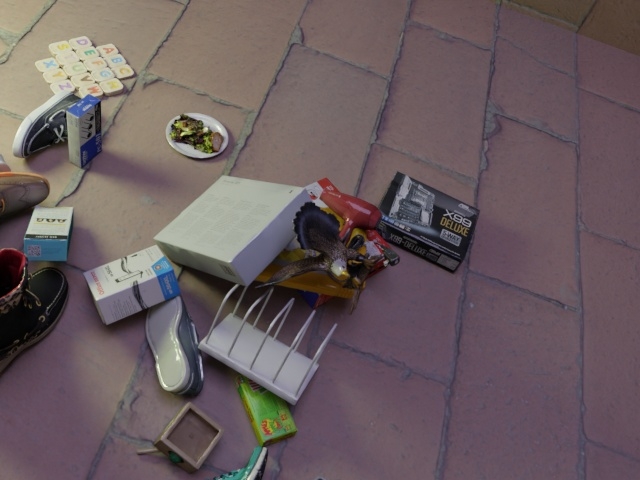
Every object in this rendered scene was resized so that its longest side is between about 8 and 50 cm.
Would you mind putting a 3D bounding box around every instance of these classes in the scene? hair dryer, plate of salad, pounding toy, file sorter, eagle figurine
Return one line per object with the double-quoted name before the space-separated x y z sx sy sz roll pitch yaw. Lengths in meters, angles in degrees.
"hair dryer" 0.082 -0.035 1.949 0.224 0.080 0.293 -13 60 -26
"plate of salad" -0.393 -0.344 2.220 0.200 0.048 0.199 8 53 -11
"pounding toy" -0.325 0.466 1.608 0.130 0.100 0.141 40 54 -4
"file sorter" -0.121 0.236 1.740 0.278 0.173 0.193 30 23 6
"eagle figurine" 0.003 0.042 1.731 0.299 0.225 0.226 17 70 -25

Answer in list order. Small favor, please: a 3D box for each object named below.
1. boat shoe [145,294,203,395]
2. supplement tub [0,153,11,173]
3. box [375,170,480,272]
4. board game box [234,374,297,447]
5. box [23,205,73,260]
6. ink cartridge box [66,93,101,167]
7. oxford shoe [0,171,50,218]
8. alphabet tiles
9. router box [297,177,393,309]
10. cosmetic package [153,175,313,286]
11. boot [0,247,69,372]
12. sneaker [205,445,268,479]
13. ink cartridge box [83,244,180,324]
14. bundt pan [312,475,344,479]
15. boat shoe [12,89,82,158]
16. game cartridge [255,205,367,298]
"boat shoe" -0.364 0.255 1.764 0.099 0.116 0.319 40 22 -47
"supplement tub" -0.959 -0.217 1.884 0.200 0.144 0.144 37 52 13
"box" 0.334 -0.063 2.212 0.308 0.076 0.242 26 50 4
"board game box" -0.137 0.413 1.727 0.092 0.043 0.181 -13 58 -25
"box" -0.699 -0.022 1.796 0.101 0.060 0.244 2 22 -16
"ink cartridge box" -0.681 -0.314 2.004 0.046 0.207 0.097 30 51 6
"oxford shoe" -0.865 -0.081 1.791 0.364 0.129 0.133 -22 42 -36
"alphabet tiles" -0.776 -0.570 2.290 0.278 0.021 0.284 -24 64 -31
"router box" 0.000 0.000 2.058 0.301 0.082 0.335 -28 66 -32
"cosmetic package" -0.230 -0.039 1.838 0.377 0.097 0.284 14 54 47
"boot" -0.705 0.129 1.595 0.138 0.284 0.377 30 42 5
"sneaker" -0.213 0.564 1.556 0.110 0.107 0.275 29 50 18
"ink cartridge box" -0.483 0.110 1.772 0.203 0.085 0.148 -23 36 -21
"bundt pan" 0.002 0.697 1.503 0.331 0.124 0.330 9 51 -11
"boat shoe" -0.793 -0.337 2.060 0.102 0.108 0.301 22 44 2
"game cartridge" -0.028 0.014 1.952 0.324 0.052 0.285 11 52 -9
